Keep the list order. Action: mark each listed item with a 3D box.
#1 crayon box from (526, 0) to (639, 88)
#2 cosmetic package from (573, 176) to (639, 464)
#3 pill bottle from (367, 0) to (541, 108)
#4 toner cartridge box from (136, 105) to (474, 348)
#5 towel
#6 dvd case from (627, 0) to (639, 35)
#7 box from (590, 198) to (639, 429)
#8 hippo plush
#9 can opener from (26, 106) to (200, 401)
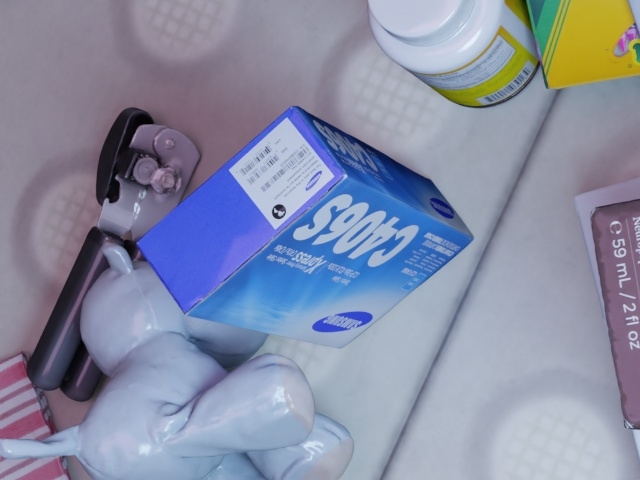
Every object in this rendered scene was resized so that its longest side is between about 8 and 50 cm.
[{"bbox_3d":[0.309,-0.234,1.476,0.278,0.081,0.165,-9,112,16],"label":"crayon box"},{"bbox_3d":[0.422,0.052,1.429,0.377,0.097,0.284,-16,79,18],"label":"cosmetic package"},{"bbox_3d":[0.113,-0.188,1.518,0.117,0.215,0.117,-3,81,20],"label":"pill bottle"},{"bbox_3d":[0.000,0.000,1.463,0.165,0.348,0.075,-39,71,12],"label":"toner cartridge box"},{"bbox_3d":[-0.309,0.223,1.725,0.144,0.029,0.197,-28,71,15],"label":"towel"},{"bbox_3d":[0.342,-0.195,1.428,0.180,0.022,0.253,-16,110,20],"label":"dvd case"},{"bbox_3d":[0.325,0.047,1.326,0.203,0.167,0.168,-12,77,19],"label":"box"},{"bbox_3d":[-0.132,0.140,1.594,0.294,0.234,0.237,-10,46,-6],"label":"hippo plush"},{"bbox_3d":[-0.199,0.015,1.698,0.093,0.074,0.280,20,88,57],"label":"can opener"}]
